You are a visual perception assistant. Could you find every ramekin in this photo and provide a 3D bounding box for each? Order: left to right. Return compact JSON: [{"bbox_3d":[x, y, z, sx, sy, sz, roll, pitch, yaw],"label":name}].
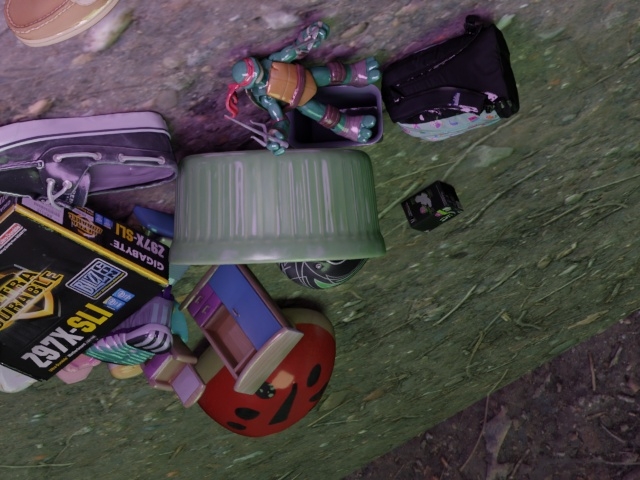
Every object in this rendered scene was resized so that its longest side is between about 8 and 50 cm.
[{"bbox_3d":[-0.062,-0.047,1.871,0.303,0.148,0.303,-2,-179,0],"label":"ramekin"}]

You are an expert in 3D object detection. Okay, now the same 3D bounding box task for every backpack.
[{"bbox_3d":[0.178,-0.208,1.871,0.182,0.152,0.115,-17,153,22],"label":"backpack"}]

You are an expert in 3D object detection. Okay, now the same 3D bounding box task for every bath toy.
[{"bbox_3d":[-0.404,0.177,2.273,0.348,0.129,0.152,-12,113,-27],"label":"bath toy"}]

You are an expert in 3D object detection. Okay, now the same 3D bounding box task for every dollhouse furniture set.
[{"bbox_3d":[-0.236,0.137,2.081,0.286,0.198,0.303,-50,143,16],"label":"dollhouse furniture set"}]

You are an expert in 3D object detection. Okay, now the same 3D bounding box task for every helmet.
[{"bbox_3d":[0.000,0.000,2.164,0.161,0.169,0.169,-35,160,-9],"label":"helmet"}]

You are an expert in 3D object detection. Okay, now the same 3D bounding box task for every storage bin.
[{"bbox_3d":[0.027,-0.172,1.878,0.135,0.098,0.091,-4,175,12],"label":"storage bin"}]

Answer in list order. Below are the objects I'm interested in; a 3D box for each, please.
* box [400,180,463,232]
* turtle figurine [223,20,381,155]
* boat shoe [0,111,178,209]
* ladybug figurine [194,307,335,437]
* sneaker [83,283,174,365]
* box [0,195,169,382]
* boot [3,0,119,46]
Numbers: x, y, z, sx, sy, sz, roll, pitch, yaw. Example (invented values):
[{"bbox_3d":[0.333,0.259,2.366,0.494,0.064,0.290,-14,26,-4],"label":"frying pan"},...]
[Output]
[{"bbox_3d":[0.196,-0.058,2.355,0.083,0.052,0.062,-31,155,25],"label":"box"},{"bbox_3d":[-0.031,-0.201,1.736,0.234,0.118,0.175,7,105,-40],"label":"turtle figurine"},{"bbox_3d":[-0.328,-0.089,1.727,0.301,0.102,0.108,-10,156,-28],"label":"boat shoe"},{"bbox_3d":[-0.105,0.278,2.717,0.305,0.162,0.449,-15,157,-16],"label":"ladybug figurine"},{"bbox_3d":[-0.277,0.126,1.997,0.083,0.098,0.223,24,156,-33],"label":"sneaker"},{"bbox_3d":[-0.409,0.061,1.916,0.257,0.079,0.322,28,131,-34],"label":"box"},{"bbox_3d":[-0.251,-0.303,1.303,0.262,0.095,0.203,-31,157,19],"label":"boot"}]
